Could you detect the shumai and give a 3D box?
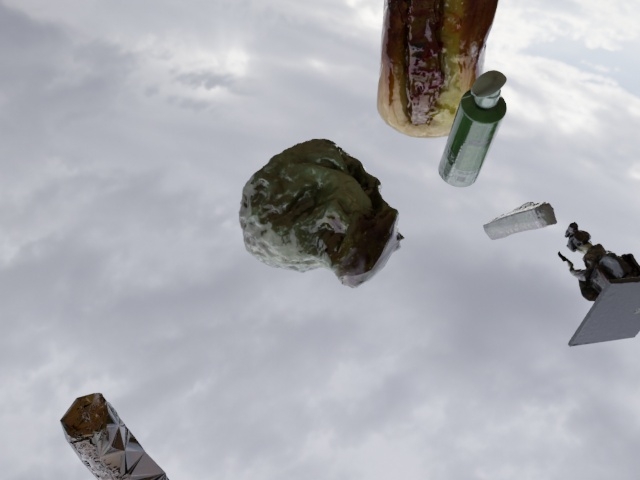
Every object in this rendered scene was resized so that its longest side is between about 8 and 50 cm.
[{"bbox_3d":[0.000,0.000,0.967,0.225,0.261,0.222,-14,-116,-16],"label":"shumai"}]

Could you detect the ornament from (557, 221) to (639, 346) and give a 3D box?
[{"bbox_3d":[0.489,0.059,1.126,0.166,0.153,0.196,-2,-138,-21],"label":"ornament"}]

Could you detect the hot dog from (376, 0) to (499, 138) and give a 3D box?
[{"bbox_3d":[0.198,-0.391,1.076,0.185,0.406,0.223,4,174,5],"label":"hot dog"}]

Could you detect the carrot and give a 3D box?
[{"bbox_3d":[-0.225,0.255,0.717,0.068,0.229,0.069,-7,-136,6],"label":"carrot"}]

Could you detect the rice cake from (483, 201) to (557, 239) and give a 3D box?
[{"bbox_3d":[0.350,-0.032,1.116,0.036,0.206,0.047,-37,-90,-14],"label":"rice cake"}]

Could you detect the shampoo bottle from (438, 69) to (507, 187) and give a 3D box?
[{"bbox_3d":[0.204,-0.147,0.843,0.065,0.205,0.065,1,-117,-1],"label":"shampoo bottle"}]
